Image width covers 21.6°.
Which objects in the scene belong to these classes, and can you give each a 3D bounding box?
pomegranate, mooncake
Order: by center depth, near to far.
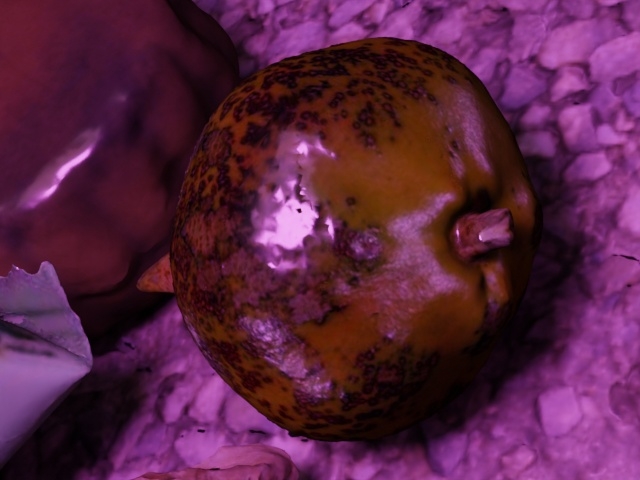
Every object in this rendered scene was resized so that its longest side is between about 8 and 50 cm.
[{"bbox_3d":[0.011,0.013,0.978,0.204,0.276,0.222,37,60,5],"label":"pomegranate"},{"bbox_3d":[-0.187,-0.070,1.157,0.290,0.161,0.290,-17,52,23],"label":"mooncake"}]

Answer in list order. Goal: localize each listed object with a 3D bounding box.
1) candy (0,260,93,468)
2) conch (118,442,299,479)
[{"bbox_3d":[-0.326,0.149,0.926,0.263,0.172,0.398,-11,18,37],"label":"candy"},{"bbox_3d":[-0.140,0.236,0.915,0.263,0.324,0.186,-20,87,56],"label":"conch"}]
